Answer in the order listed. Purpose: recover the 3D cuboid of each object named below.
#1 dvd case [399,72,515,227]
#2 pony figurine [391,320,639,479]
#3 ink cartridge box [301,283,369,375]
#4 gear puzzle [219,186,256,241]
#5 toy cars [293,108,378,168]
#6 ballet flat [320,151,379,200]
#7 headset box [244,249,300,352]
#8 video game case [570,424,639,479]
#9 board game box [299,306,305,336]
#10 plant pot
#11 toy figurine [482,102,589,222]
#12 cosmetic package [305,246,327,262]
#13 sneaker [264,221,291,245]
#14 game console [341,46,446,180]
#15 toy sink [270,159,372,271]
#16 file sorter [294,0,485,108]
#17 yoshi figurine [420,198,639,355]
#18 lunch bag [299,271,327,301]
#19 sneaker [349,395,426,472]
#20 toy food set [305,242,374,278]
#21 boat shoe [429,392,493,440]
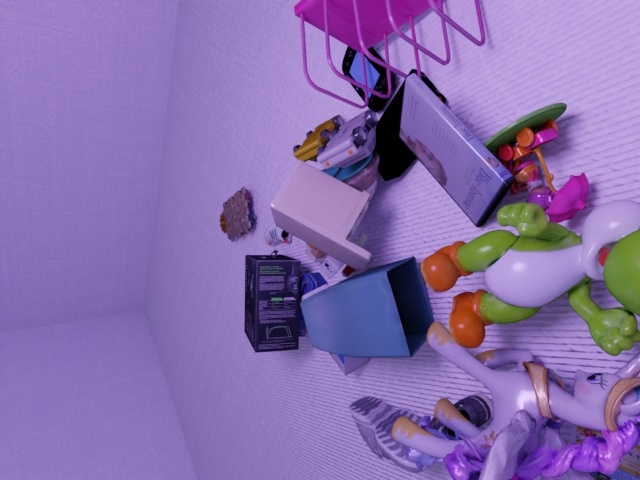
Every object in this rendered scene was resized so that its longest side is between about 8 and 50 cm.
[{"bbox_3d":[0.225,-0.153,0.730,0.252,0.022,0.180,55,174,20],"label":"dvd case"},{"bbox_3d":[0.273,0.290,0.585,0.364,0.303,0.350,-8,52,60],"label":"pony figurine"},{"bbox_3d":[0.038,0.229,1.064,0.190,0.082,0.139,50,159,42],"label":"ink cartridge box"},{"bbox_3d":[-0.338,-0.088,1.646,0.339,0.044,0.175,-20,79,56],"label":"gear puzzle"},{"bbox_3d":[0.041,-0.216,0.940,0.087,0.177,0.394,54,175,-21],"label":"toy cars"},{"bbox_3d":[0.073,-0.138,0.996,0.107,0.106,0.316,-51,19,-14],"label":"ballet flat"},{"bbox_3d":[-0.156,0.170,1.269,0.246,0.132,0.282,-177,88,-72],"label":"headset box"},{"bbox_3d":[0.467,0.382,0.567,0.227,0.026,0.206,7,99,55],"label":"video game case"},{"bbox_3d":[-0.083,0.259,1.332,0.090,0.020,0.090,-3,90,56],"label":"board game box"},{"bbox_3d":[0.089,0.149,0.873,0.235,0.166,0.165,-16,90,33],"label":"plant pot"},{"bbox_3d":[0.338,-0.098,0.645,0.173,0.130,0.159,128,121,-71],"label":"toy figurine"},{"bbox_3d":[0.000,0.000,1.172,0.060,0.041,0.114,47,130,42],"label":"cosmetic package"},{"bbox_3d":[-0.135,-0.015,1.346,0.161,0.057,0.075,-48,50,42],"label":"sneaker"},{"bbox_3d":[0.135,-0.327,0.949,0.213,0.044,0.361,-56,49,41],"label":"game console"},{"bbox_3d":[0.026,-0.052,0.906,0.131,0.234,0.152,-60,-6,-12],"label":"toy sink"},{"bbox_3d":[0.124,-0.398,0.769,0.291,0.202,0.182,-15,75,46],"label":"file sorter"},{"bbox_3d":[0.323,0.046,0.539,0.363,0.204,0.202,-23,55,36],"label":"yoshi figurine"},{"bbox_3d":[-0.029,0.140,1.205,0.067,0.065,0.098,49,131,40],"label":"lunch bag"},{"bbox_3d":[0.168,0.452,0.937,0.115,0.105,0.281,71,163,-6],"label":"sneaker"},{"bbox_3d":[0.053,0.074,1.031,0.232,0.111,0.104,41,133,5],"label":"toy food set"},{"bbox_3d":[0.259,0.374,0.823,0.075,0.065,0.206,57,137,31],"label":"boat shoe"}]
